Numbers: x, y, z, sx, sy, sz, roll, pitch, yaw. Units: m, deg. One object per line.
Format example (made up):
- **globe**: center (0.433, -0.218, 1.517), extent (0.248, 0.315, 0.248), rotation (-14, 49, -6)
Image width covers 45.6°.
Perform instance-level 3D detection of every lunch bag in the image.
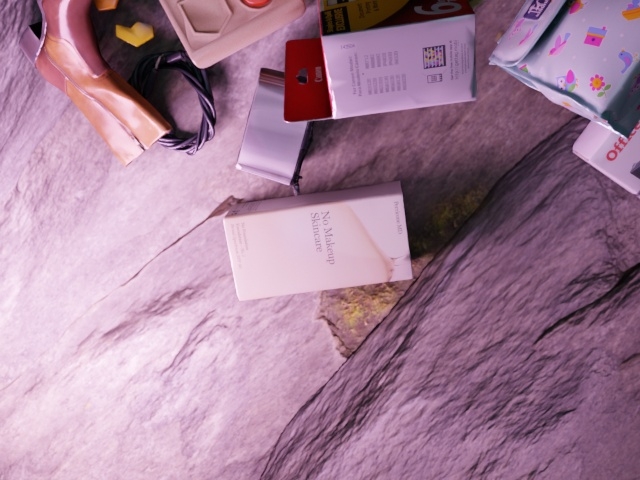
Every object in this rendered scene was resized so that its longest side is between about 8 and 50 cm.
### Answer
- **lunch bag**: center (0.411, -0.320, 1.180), extent (0.262, 0.160, 0.223), rotation (42, 108, 35)

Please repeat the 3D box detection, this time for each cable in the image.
- **cable**: center (-0.257, -0.235, 1.326), extent (0.151, 0.047, 0.184), rotation (-9, 105, 6)

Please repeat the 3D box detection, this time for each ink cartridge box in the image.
- **ink cartridge box**: center (0.594, -0.147, 1.261), extent (0.273, 0.114, 0.197), rotation (33, 105, -4)
- **ink cartridge box**: center (0.069, -0.311, 1.132), extent (0.272, 0.309, 0.130), rotation (-8, 126, 3)

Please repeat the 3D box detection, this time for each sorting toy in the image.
- **sorting toy**: center (-0.207, -0.408, 1.251), extent (0.307, 0.041, 0.229), rotation (-28, 99, 2)

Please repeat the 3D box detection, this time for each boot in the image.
- **boot**: center (-0.353, -0.278, 1.244), extent (0.280, 0.096, 0.264), rotation (50, 131, -6)

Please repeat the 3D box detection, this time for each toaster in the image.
- **toaster**: center (-0.067, -0.187, 1.256), extent (0.110, 0.185, 0.168), rotation (13, 107, -8)

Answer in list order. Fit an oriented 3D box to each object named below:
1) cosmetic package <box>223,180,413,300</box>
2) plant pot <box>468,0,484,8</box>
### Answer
- **cosmetic package**: center (0.000, 0.000, 1.342), extent (0.310, 0.113, 0.160), rotation (-9, 105, 7)
- **plant pot**: center (0.261, -0.522, 1.096), extent (0.276, 0.276, 0.253), rotation (-34, 100, 12)
